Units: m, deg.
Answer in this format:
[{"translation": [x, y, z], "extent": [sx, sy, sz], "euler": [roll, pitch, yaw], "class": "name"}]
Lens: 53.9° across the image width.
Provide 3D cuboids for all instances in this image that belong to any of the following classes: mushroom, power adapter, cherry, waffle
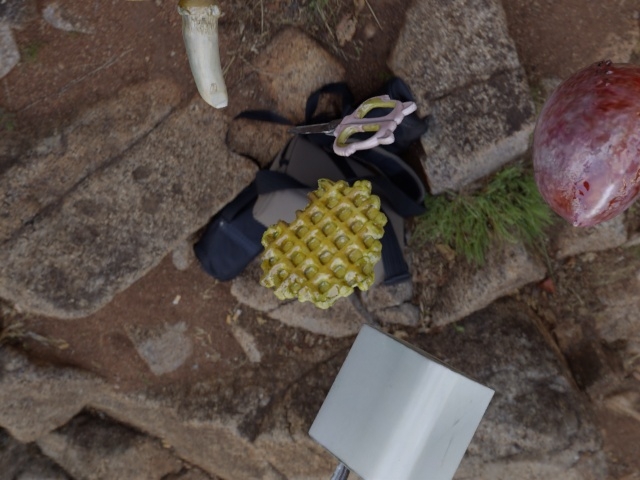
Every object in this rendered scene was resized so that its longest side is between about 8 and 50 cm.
[{"translation": [-0.200, -0.325, 1.097], "extent": [0.071, 0.084, 0.209], "euler": [-28, 137, -26], "class": "mushroom"}, {"translation": [0.067, 0.209, 0.654], "extent": [0.125, 0.130, 0.205], "euler": [30, 88, -45], "class": "power adapter"}, {"translation": [0.373, -0.123, 0.841], "extent": [0.175, 0.250, 0.192], "euler": [30, 160, -11], "class": "cherry"}, {"translation": [-0.001, -0.001, 1.213], "extent": [0.291, 0.291, 0.051], "euler": [-23, 148, 13], "class": "waffle"}]

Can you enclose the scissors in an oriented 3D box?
[{"translation": [0.041, -0.221, 1.221], "extent": [0.317, 0.160, 0.024], "euler": [7, 146, 48], "class": "scissors"}]
